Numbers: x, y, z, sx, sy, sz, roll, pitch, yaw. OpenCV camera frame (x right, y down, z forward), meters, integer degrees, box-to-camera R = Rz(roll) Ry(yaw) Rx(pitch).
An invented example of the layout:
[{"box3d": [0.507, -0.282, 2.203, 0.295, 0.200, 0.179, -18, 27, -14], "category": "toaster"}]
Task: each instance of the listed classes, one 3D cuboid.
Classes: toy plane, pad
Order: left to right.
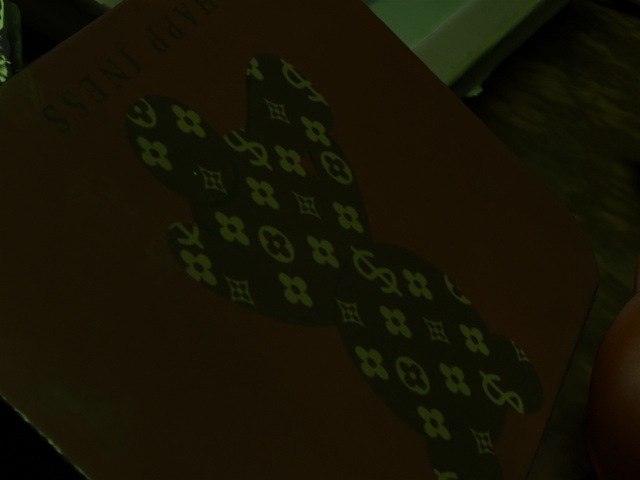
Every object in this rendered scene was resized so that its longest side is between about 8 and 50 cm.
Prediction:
[{"box3d": [-0.085, 0.004, 0.389, 0.037, 0.060, 0.145, 14, 44, -21], "category": "toy plane"}, {"box3d": [0.000, 0.000, 0.437, 0.181, 0.004, 0.267, 44, 33, -5], "category": "pad"}]

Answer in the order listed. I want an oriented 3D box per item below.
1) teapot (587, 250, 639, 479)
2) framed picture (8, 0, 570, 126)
[{"box3d": [0.141, 0.037, 0.459, 0.116, 0.116, 0.173, 12, 29, -24], "category": "teapot"}, {"box3d": [-0.025, -0.185, 0.723, 0.326, 0.028, 0.446, 28, 35, 13], "category": "framed picture"}]
